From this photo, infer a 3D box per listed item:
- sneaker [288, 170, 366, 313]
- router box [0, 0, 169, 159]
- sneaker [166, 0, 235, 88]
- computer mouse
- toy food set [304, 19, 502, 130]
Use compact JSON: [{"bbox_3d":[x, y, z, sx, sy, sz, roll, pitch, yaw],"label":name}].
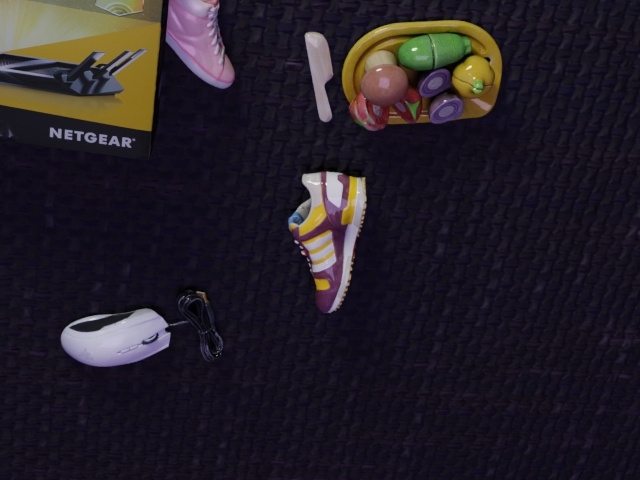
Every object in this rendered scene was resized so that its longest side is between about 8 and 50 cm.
[{"bbox_3d":[0.000,0.000,1.718,0.084,0.069,0.185,10,120,-4],"label":"sneaker"},{"bbox_3d":[-0.308,-0.219,1.469,0.309,0.081,0.242,7,126,-3],"label":"router box"},{"bbox_3d":[-0.120,-0.220,1.536,0.070,0.051,0.134,-32,121,22],"label":"sneaker"},{"bbox_3d":[-0.220,0.121,1.788,0.193,0.042,0.106,-12,129,1],"label":"computer mouse"},{"bbox_3d":[0.096,-0.165,1.596,0.218,0.071,0.128,-5,127,-4],"label":"toy food set"}]
